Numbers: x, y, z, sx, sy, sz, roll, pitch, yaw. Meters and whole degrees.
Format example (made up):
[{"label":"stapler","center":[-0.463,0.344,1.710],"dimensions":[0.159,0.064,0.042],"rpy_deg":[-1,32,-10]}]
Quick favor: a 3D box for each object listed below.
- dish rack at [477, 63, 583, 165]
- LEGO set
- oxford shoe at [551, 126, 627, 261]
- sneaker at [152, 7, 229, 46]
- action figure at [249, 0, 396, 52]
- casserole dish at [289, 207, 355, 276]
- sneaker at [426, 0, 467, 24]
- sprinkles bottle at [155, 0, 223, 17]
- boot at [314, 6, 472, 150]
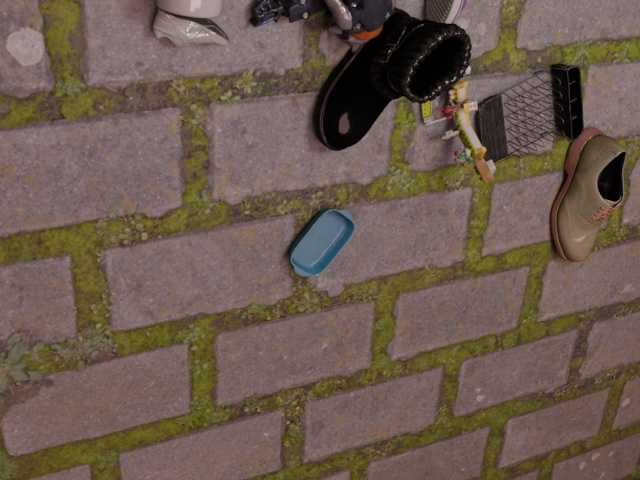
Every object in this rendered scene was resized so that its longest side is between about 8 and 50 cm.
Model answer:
[{"label":"dish rack","center":[0.513,-0.300,2.027],"dimensions":[0.271,0.074,0.208],"rpy_deg":[-27,126,-13]},{"label":"LEGO set","center":[0.305,-0.261,1.897],"dimensions":[0.107,0.132,0.287],"rpy_deg":[-18,103,-12]},{"label":"oxford shoe","center":[0.724,-0.095,2.218],"dimensions":[0.140,0.146,0.397],"rpy_deg":[-17,125,-21]},{"label":"sneaker","center":[-0.247,-0.395,1.566],"dimensions":[0.152,0.054,0.061],"rpy_deg":[13,125,-31]},{"label":"action figure","center":[0.036,-0.477,1.572],"dimensions":[0.341,0.178,0.330],"rpy_deg":[-29,154,-6]},{"label":"casserole dish","center":[0.000,0.000,1.940],"dimensions":[0.114,0.037,0.188],"rpy_deg":[33,97,-38]},{"label":"sneaker","center":[0.334,-0.574,1.751],"dimensions":[0.161,0.102,0.282],"rpy_deg":[4,115,-34]},{"label":"sprinkles bottle","center":[-0.210,-0.574,1.430],"dimensions":[0.121,0.121,0.355],"rpy_deg":[-3,119,-28]},{"label":"boot","center":[0.137,-0.308,1.691],"dimensions":[0.131,0.260,0.348],"rpy_deg":[18,107,-35]}]
